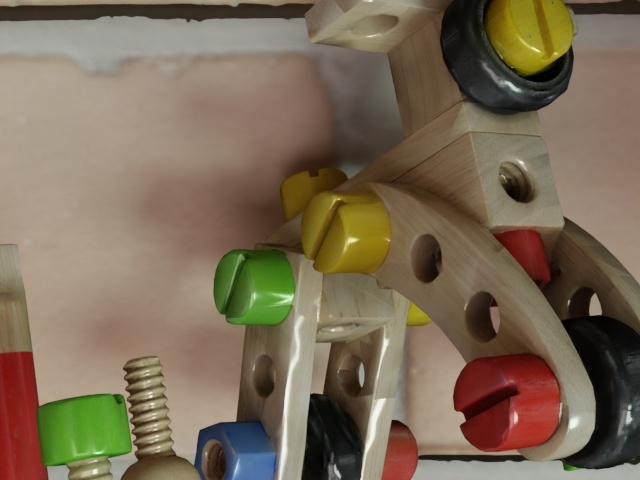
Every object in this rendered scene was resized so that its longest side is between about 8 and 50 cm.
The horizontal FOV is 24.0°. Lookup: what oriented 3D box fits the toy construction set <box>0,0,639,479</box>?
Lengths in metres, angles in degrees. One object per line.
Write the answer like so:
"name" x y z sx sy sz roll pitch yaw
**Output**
"toy construction set" 0.000 0.000 0.660 0.309 0.257 0.237 -8 80 -11
